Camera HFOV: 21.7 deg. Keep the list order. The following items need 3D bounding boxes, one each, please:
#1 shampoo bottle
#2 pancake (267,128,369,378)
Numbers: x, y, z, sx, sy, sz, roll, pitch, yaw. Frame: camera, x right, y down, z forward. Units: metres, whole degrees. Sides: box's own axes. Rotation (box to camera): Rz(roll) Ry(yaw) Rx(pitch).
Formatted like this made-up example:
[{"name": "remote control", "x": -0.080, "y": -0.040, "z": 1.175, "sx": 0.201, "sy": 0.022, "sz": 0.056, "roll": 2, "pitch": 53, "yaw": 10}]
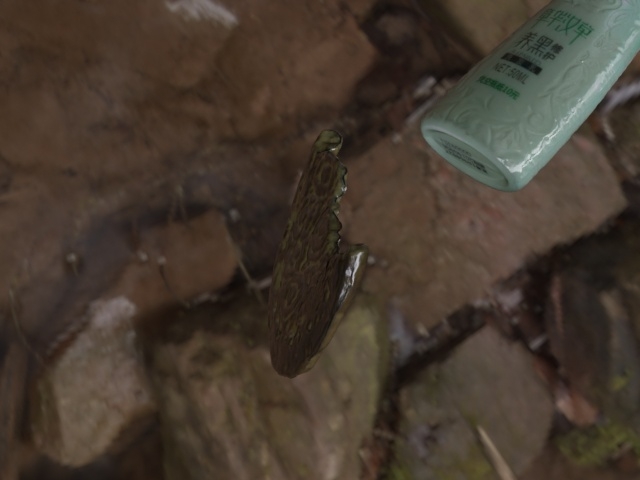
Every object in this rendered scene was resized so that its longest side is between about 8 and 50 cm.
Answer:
[{"name": "shampoo bottle", "x": 0.134, "y": -0.104, "z": 0.816, "sx": 0.191, "sy": 0.069, "sz": 0.041, "roll": -45, "pitch": 132, "yaw": -13}, {"name": "pancake", "x": 0.000, "y": 0.000, "z": 1.080, "sx": 0.020, "sy": 0.190, "sz": 0.184, "roll": 14, "pitch": 152, "yaw": -13}]
